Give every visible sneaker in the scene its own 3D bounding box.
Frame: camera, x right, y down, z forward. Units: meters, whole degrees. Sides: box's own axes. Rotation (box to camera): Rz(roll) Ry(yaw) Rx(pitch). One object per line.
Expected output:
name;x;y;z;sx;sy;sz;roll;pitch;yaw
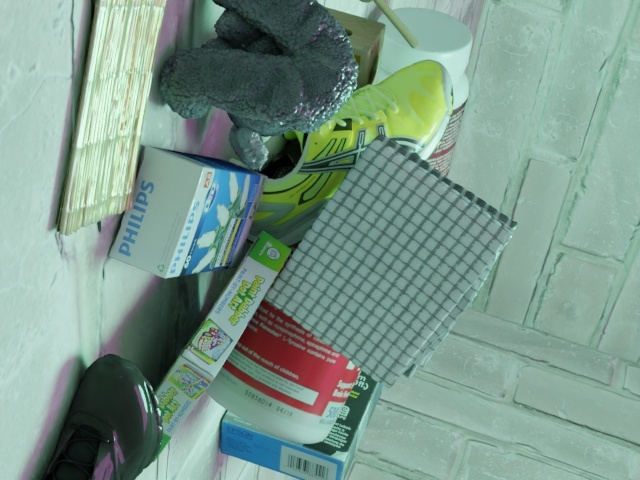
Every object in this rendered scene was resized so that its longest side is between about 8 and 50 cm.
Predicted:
sneaker;0.033;-0.141;1.462;0.384;0.145;0.147;-39;141;-9
sneaker;-0.261;0.267;1.145;0.130;0.109;0.286;-19;125;-68

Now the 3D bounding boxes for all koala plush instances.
koala plush;-0.063;-0.184;1.210;0.221;0.203;0.196;111;1;-75

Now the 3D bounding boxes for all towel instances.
towel;0.097;0.030;1.398;0.284;0.235;0.121;-56;176;20

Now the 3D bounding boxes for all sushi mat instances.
sushi mat;-0.193;-0.165;0.997;0.151;0.019;0.317;-40;146;-68

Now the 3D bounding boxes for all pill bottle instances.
pill bottle;-0.005;0.091;1.612;0.408;0.229;0.229;-63;169;4
pill bottle;0.175;-0.254;2.075;0.224;0.224;0.392;-58;163;-49

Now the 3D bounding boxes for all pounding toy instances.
pounding toy;0.047;-0.289;1.522;0.206;0.181;0.094;96;17;-46

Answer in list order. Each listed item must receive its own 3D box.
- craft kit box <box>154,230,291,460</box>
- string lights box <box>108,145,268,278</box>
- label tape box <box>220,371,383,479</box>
craft kit box;-0.152;0.143;1.375;0.250;0.061;0.247;-54;-178;46
string lights box;-0.153;-0.034;1.237;0.259;0.076;0.133;-8;118;-77
label tape box;-0.018;0.295;1.973;0.334;0.240;0.106;-61;162;-47
